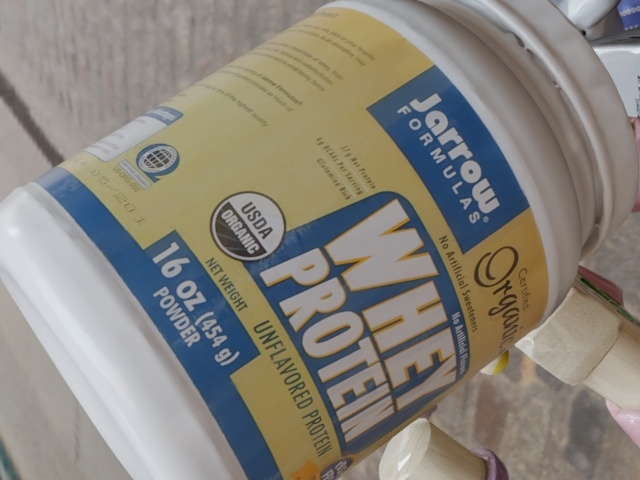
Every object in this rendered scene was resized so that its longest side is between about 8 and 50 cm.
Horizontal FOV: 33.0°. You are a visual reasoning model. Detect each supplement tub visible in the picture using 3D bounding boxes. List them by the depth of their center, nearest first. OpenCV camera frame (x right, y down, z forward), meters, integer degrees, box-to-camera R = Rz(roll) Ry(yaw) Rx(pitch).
[{"bbox_3d":[0.000,0.000,0.392,0.144,0.199,0.144,48,161,22],"label":"supplement tub"}]

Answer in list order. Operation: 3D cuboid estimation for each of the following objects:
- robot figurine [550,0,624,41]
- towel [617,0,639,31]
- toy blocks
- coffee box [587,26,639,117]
[{"bbox_3d":[0.190,-0.200,1.192,0.300,0.200,0.353,48,133,5],"label":"robot figurine"},{"bbox_3d":[0.391,-0.375,1.244,0.243,0.040,0.336,-12,82,44],"label":"towel"},{"bbox_3d":[0.184,0.084,0.691,0.309,0.260,0.288,-51,18,7],"label":"toy blocks"},{"bbox_3d":[0.338,-0.129,0.973,0.098,0.246,0.141,10,114,53],"label":"coffee box"}]
